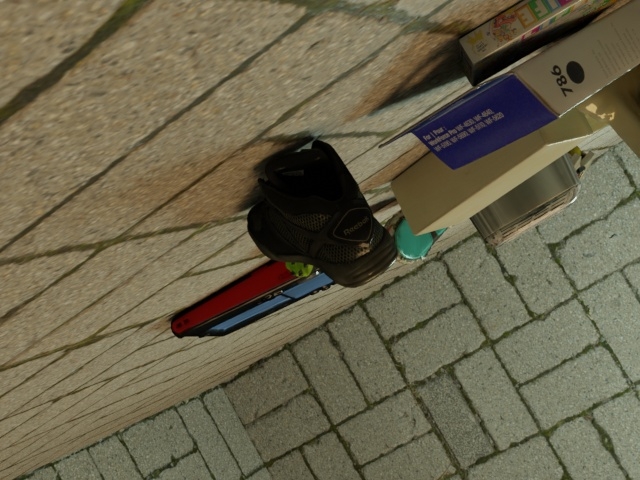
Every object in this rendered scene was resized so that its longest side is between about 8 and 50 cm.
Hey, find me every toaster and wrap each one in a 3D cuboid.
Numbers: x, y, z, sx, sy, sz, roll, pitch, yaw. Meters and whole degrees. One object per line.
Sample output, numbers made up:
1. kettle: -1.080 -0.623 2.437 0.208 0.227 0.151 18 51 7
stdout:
1. toaster: 0.301 -0.086 1.718 0.227 0.146 0.129 -30 172 3

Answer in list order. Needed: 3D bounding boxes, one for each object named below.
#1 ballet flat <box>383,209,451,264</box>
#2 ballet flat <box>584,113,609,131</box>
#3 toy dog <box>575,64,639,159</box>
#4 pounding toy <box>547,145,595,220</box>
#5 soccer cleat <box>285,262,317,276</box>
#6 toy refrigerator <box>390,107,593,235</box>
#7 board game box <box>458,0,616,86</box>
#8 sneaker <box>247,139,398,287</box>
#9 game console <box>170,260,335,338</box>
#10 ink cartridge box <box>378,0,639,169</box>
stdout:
1. ballet flat: 0.147 -0.019 1.743 0.077 0.091 0.241 -9 -167 35
2. ballet flat: 0.338 -0.179 1.492 0.086 0.086 0.248 -24 173 -42
3. toy dog: 0.557 -0.226 1.230 0.395 0.284 0.408 -24 170 -41
4. pounding toy: 0.426 -0.146 2.133 0.269 0.155 0.154 -36 152 -51
5. soccer cleat: 0.000 0.000 1.464 0.072 0.060 0.179 -28 170 -29
6. toy refrigerator: 0.217 -0.110 1.437 0.102 0.094 0.269 -15 165 -39
7. board game box: 0.196 -0.196 0.972 0.154 0.026 0.103 -30 173 5
8. sneaker: -0.020 -0.039 1.046 0.087 0.130 0.227 -33 -158 -16
9. game console: -0.055 0.076 1.791 0.342 0.060 0.386 -30 173 2
10. ink cartridge box: 0.224 -0.156 1.061 0.333 0.065 0.165 -30 -178 -31
